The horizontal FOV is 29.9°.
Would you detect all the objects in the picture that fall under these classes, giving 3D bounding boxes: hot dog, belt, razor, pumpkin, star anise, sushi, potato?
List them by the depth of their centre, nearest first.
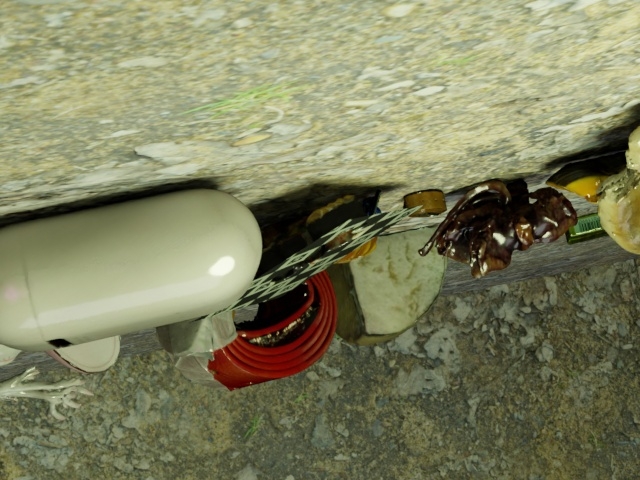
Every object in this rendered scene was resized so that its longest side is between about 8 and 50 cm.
[{"bbox_3d":[-0.027,0.011,1.642,0.290,0.050,0.264,-33,170,27],"label":"sushi"},{"bbox_3d":[0.074,-0.048,1.755,0.028,0.044,0.154,17,178,6],"label":"razor"},{"bbox_3d":[0.492,-0.044,1.791,0.280,0.190,0.139,-15,-170,-3],"label":"pumpkin"},{"bbox_3d":[0.157,-0.053,1.813,0.059,0.036,0.083,-16,171,28],"label":"belt"},{"bbox_3d":[0.000,0.000,1.829,0.115,0.072,0.269,-8,176,29],"label":"hot dog"},{"bbox_3d":[0.283,-0.030,1.833,0.190,0.126,0.220,15,-145,35],"label":"star anise"},{"bbox_3d":[-0.114,0.110,1.842,0.115,0.227,0.324,-21,174,38],"label":"belt"},{"bbox_3d":[0.111,0.100,2.275,0.211,0.189,0.264,-10,172,-21],"label":"potato"}]

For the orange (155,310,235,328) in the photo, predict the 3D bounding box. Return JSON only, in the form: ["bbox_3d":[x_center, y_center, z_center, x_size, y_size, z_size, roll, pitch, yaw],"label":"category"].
[{"bbox_3d":[-0.236,0.140,2.246,0.156,0.124,0.156,-14,169,-3],"label":"orange"}]

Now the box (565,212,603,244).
[{"bbox_3d":[0.706,-0.053,2.690,0.311,0.043,0.173,-14,172,8],"label":"box"}]

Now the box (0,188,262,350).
[{"bbox_3d":[-0.243,0.039,1.421,0.349,0.141,0.289,-12,174,-7],"label":"box"}]

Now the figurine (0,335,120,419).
[{"bbox_3d":[-0.432,0.160,1.837,0.315,0.206,0.284,-13,163,39],"label":"figurine"}]

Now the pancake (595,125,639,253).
[{"bbox_3d":[0.536,-0.094,1.567,0.382,0.071,0.382,-11,147,-7],"label":"pancake"}]
